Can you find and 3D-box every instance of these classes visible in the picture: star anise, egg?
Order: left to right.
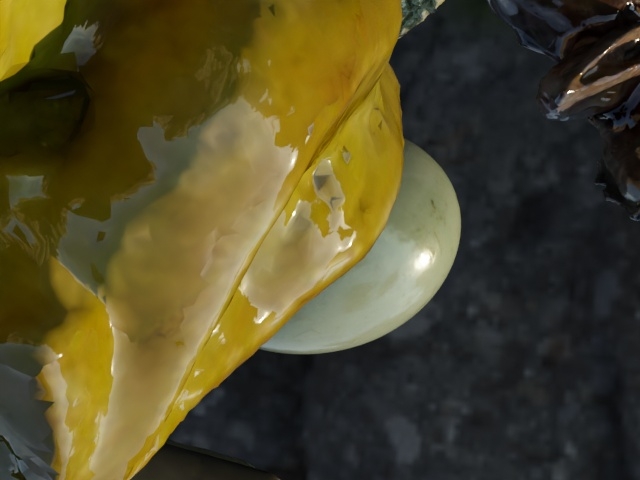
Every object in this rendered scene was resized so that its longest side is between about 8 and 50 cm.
[{"bbox_3d":[0.000,0.000,1.208,0.192,0.149,0.149,-16,159,-11],"label":"egg"},{"bbox_3d":[0.193,-0.106,1.130,0.093,0.236,0.229,-37,97,24],"label":"star anise"}]

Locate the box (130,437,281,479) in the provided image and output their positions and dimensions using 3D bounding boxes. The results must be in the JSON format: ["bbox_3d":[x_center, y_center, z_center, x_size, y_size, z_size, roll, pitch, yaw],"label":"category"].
[{"bbox_3d":[-0.151,0.172,0.750,0.291,0.220,0.166,15,153,-19],"label":"box"}]

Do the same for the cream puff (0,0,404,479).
[{"bbox_3d":[-0.126,-0.078,0.423,0.291,0.257,0.324,-6,142,15],"label":"cream puff"}]

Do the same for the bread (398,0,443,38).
[{"bbox_3d":[0.024,-0.184,1.469,0.286,0.207,0.056,-35,107,29],"label":"bread"}]
